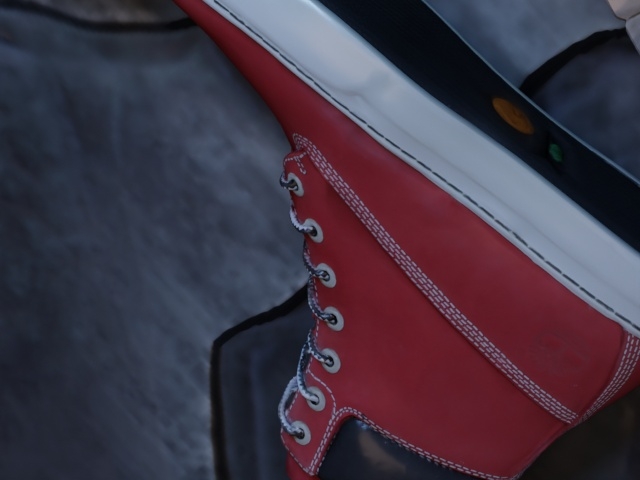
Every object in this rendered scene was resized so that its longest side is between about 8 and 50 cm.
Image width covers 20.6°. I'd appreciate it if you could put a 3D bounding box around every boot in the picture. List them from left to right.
[{"bbox_3d":[0.000,0.000,0.651,0.244,0.088,0.176,41,117,-4],"label":"boot"}]

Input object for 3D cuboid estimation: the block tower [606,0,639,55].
[{"bbox_3d":[0.114,-0.142,0.561,0.091,0.097,0.335,-27,101,23],"label":"block tower"}]
